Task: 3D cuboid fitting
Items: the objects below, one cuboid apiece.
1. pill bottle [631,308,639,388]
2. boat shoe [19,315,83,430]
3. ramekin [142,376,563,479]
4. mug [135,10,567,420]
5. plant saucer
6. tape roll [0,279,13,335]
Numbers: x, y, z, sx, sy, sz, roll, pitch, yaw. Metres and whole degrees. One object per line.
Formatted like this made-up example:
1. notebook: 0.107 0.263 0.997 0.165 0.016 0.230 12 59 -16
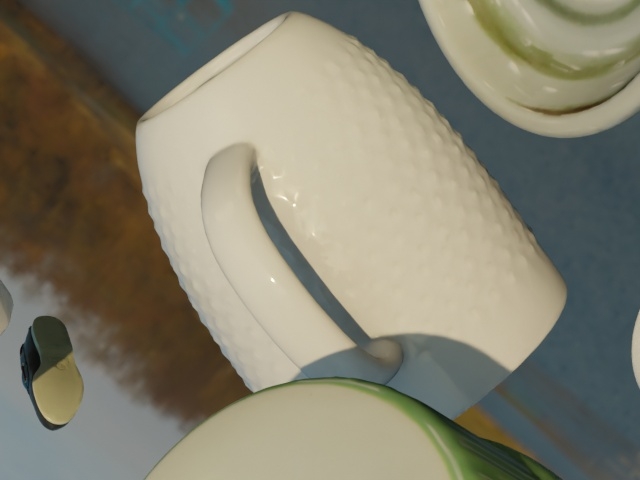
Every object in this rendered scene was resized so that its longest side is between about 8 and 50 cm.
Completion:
1. pill bottle: 0.318 0.080 1.145 0.208 0.119 0.119 9 154 47
2. boat shoe: -0.251 0.129 1.607 0.049 0.042 0.133 12 -144 -26
3. ramekin: 0.007 0.224 0.973 0.148 0.303 0.303 40 179 -44
4. mug: 0.000 0.000 1.429 0.328 0.276 0.374 54 -163 -11
5. plant saucer: 0.203 -0.284 1.374 0.400 0.100 0.400 29 124 54
6. tape roll: -0.397 0.089 1.421 0.100 0.286 0.286 58 172 -21
